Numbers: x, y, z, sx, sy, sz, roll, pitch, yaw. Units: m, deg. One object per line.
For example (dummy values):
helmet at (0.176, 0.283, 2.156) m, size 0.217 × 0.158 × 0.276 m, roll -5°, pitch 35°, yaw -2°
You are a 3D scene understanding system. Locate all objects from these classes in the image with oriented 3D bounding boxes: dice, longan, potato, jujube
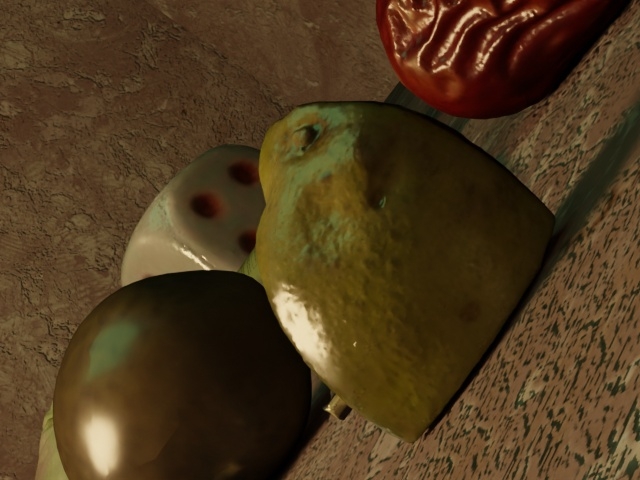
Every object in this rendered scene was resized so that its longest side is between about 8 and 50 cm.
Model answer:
dice at (-0.101, 0.021, 1.856) m, size 0.193 × 0.192 × 0.194 m, roll -47°, pitch -11°, yaw -37°
longan at (-0.106, 0.118, 1.201) m, size 0.212 × 0.198 × 0.198 m, roll -53°, pitch 4°, yaw 32°
potato at (0.023, 0.005, 0.774) m, size 0.120 × 0.149 × 0.081 m, roll -60°, pitch -1°, yaw -33°
jujube at (0.135, -0.183, 1.111) m, size 0.230 × 0.155 × 0.155 m, roll -40°, pitch 14°, yaw 48°

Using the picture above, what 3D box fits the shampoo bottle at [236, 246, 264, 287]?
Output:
shampoo bottle at (0.000, 0.000, 1.625) m, size 0.284 × 0.101 × 0.101 m, roll -53°, pitch 4°, yaw 32°

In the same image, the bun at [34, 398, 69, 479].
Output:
bun at (-0.218, 0.234, 1.751) m, size 0.293 × 0.187 × 0.293 m, roll -57°, pitch 5°, yaw 7°

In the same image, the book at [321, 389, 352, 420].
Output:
book at (0.061, 0.030, 1.094) m, size 0.157 × 0.026 × 0.231 m, roll -52°, pitch 4°, yaw 9°
